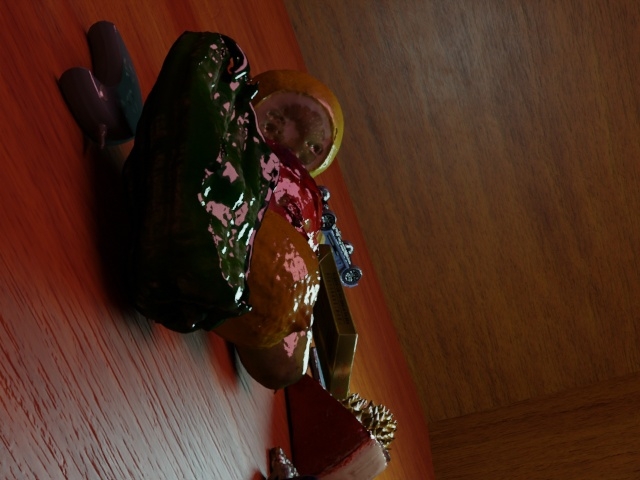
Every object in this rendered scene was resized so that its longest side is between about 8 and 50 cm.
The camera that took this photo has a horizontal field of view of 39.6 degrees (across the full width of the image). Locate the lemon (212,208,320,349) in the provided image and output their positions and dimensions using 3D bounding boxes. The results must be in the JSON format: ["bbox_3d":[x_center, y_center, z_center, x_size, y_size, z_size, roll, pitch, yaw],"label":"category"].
[{"bbox_3d":[-0.102,0.050,1.274,0.231,0.192,0.192,42,5,8],"label":"lemon"}]

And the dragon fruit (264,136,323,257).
[{"bbox_3d":[-0.079,-0.084,1.512,0.274,0.126,0.161,41,13,-5],"label":"dragon fruit"}]

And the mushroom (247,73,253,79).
[{"bbox_3d":[-0.163,-0.335,2.064,0.123,0.052,0.123,-19,90,-88],"label":"mushroom"}]

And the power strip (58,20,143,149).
[{"bbox_3d":[-0.272,-0.185,1.128,0.216,0.044,0.137,-94,166,-56],"label":"power strip"}]

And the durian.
[{"bbox_3d":[0.074,0.410,1.985,0.186,0.154,0.260,54,12,-21],"label":"durian"}]

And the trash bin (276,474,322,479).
[{"bbox_3d":[-0.045,0.415,1.067,0.234,0.184,0.162,-81,153,-58],"label":"trash bin"}]

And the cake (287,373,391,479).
[{"bbox_3d":[-0.018,0.375,1.707,0.262,0.160,0.158,37,-17,38],"label":"cake"}]

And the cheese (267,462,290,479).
[{"bbox_3d":[-0.053,0.395,1.310,0.050,0.127,0.235,31,10,-14],"label":"cheese"}]

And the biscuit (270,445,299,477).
[{"bbox_3d":[-0.046,0.459,1.446,0.131,0.025,0.230,65,12,-45],"label":"biscuit"}]

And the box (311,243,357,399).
[{"bbox_3d":[0.018,0.162,1.850,0.311,0.043,0.173,-106,-160,-54],"label":"box"}]

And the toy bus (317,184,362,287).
[{"bbox_3d":[0.000,0.000,2.227,0.125,0.133,0.292,-104,170,-51],"label":"toy bus"}]

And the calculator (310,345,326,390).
[{"bbox_3d":[0.001,0.324,2.007,0.057,0.018,0.172,36,41,-74],"label":"calculator"}]

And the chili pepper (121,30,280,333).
[{"bbox_3d":[-0.159,-0.070,1.118,0.213,0.168,0.384,62,28,-61],"label":"chili pepper"}]

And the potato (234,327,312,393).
[{"bbox_3d":[-0.083,0.127,1.468,0.149,0.113,0.251,3,79,-43],"label":"potato"}]

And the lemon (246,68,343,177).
[{"bbox_3d":[-0.078,-0.240,1.843,0.219,0.240,0.240,-119,-172,-68],"label":"lemon"}]

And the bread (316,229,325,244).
[{"bbox_3d":[-0.085,0.037,1.971,0.240,0.135,0.178,35,74,-78],"label":"bread"}]
